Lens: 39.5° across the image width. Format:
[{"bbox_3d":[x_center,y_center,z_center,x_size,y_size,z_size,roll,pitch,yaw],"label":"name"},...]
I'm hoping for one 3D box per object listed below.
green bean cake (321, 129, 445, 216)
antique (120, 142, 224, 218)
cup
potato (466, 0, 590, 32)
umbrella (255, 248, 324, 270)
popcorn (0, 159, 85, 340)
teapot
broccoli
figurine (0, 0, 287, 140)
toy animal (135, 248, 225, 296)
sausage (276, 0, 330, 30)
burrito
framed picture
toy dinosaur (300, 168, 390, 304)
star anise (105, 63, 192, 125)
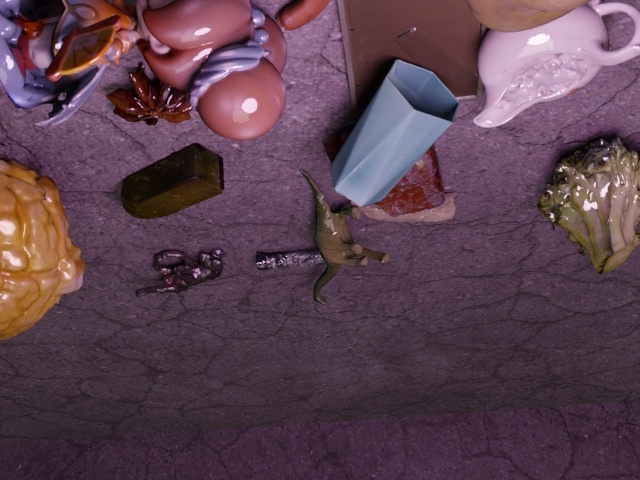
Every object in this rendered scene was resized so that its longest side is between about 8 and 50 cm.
[{"bbox_3d":[0.134,-0.136,1.728,0.199,0.097,0.232,-12,151,15],"label":"green bean cake"},{"bbox_3d":[-0.297,-0.106,1.758,0.221,0.080,0.081,-22,148,31],"label":"antique"},{"bbox_3d":[0.118,-0.173,1.523,0.148,0.134,0.235,14,135,-23],"label":"cup"},{"bbox_3d":[0.278,-0.403,1.101,0.243,0.220,0.326,9,162,-1],"label":"potato"},{"bbox_3d":[-0.059,0.046,2.104,0.189,0.050,0.046,-3,123,1],"label":"umbrella"},{"bbox_3d":[-0.650,0.023,1.688,0.344,0.353,0.390,8,158,20],"label":"popcorn"},{"bbox_3d":[0.362,-0.292,1.406,0.204,0.139,0.298,23,141,-39],"label":"teapot"},{"bbox_3d":[0.571,-0.060,1.762,0.248,0.245,0.288,-35,145,31],"label":"broccoli"},{"bbox_3d":[-0.251,-0.273,1.285,0.388,0.276,0.248,-8,128,4],"label":"figurine"},{"bbox_3d":[-0.330,0.086,2.118,0.233,0.084,0.148,-29,144,34],"label":"toy animal"},{"bbox_3d":[-0.006,-0.369,1.327,0.047,0.040,0.177,32,141,-18],"label":"sausage"},{"bbox_3d":[0.178,-0.072,1.899,0.230,0.058,0.063,-2,155,-5],"label":"burrito"},{"bbox_3d":[0.156,-0.319,1.463,0.241,0.020,0.324,-6,153,5],"label":"framed picture"},{"bbox_3d":[0.000,0.000,1.996,0.301,0.087,0.447,8,138,48],"label":"toy dinosaur"},{"bbox_3d":[-0.284,-0.237,1.533,0.168,0.057,0.168,-2,151,-1],"label":"star anise"}]
